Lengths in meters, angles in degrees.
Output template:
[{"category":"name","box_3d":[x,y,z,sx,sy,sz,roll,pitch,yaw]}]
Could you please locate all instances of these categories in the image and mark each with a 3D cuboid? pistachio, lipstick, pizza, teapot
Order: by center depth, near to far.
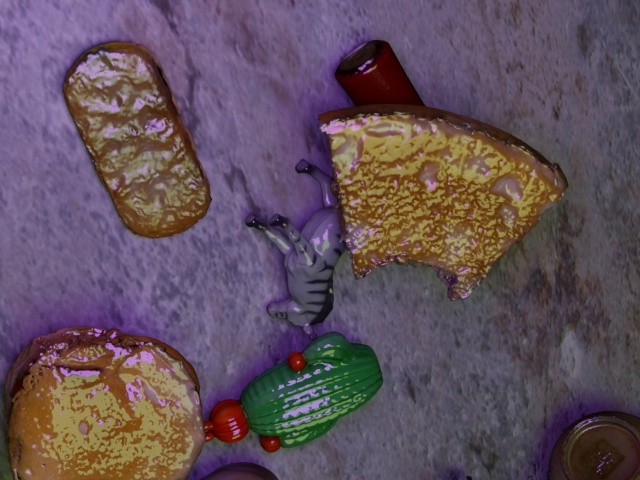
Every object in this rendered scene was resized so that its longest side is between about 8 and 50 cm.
[{"category":"pizza","box_3d":[0.129,-0.049,1.479,0.324,0.089,0.223,13,107,-15]},{"category":"lipstick","box_3d":[0.108,-0.136,1.525,0.080,0.080,0.241,-39,117,-7]},{"category":"pistachio","box_3d":[-0.135,0.354,1.570,0.185,0.124,0.124,-17,113,-10]},{"category":"teapot","box_3d":[0.415,0.353,1.778,0.269,0.173,0.182,-45,142,-8]}]

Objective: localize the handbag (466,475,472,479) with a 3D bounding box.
[{"category":"handbag","box_3d":[0.257,0.501,1.722,0.118,0.269,0.325,-22,119,21]}]

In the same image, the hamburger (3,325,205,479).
[{"category":"hamburger","box_3d":[-0.259,0.209,1.443,0.244,0.163,0.244,-4,103,-16]}]

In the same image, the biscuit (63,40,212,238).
[{"category":"biscuit","box_3d":[-0.210,-0.114,1.428,0.118,0.029,0.247,-24,115,-7]}]

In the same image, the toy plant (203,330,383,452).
[{"category":"toy plant","box_3d":[-0.032,0.208,1.579,0.240,0.088,0.154,-38,137,7]}]

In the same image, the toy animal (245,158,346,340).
[{"category":"toy animal","box_3d":[0.002,0.002,1.534,0.217,0.073,0.176,-46,124,-8]}]
